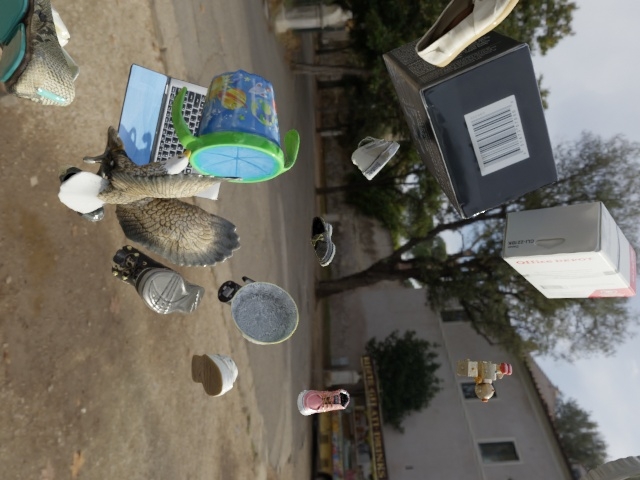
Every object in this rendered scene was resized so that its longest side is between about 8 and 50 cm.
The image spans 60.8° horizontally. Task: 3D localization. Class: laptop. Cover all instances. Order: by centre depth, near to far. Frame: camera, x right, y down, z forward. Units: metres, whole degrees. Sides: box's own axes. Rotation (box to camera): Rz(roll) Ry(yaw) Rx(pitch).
[{"bbox_3d":[-0.462,-0.328,1.784,0.236,0.408,0.381,33,-70,59],"label":"laptop"}]

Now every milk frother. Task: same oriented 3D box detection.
[{"bbox_3d":[-0.269,0.215,1.941,0.135,0.129,0.143,40,18,-49],"label":"milk frother"}]

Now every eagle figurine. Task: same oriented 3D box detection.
[{"bbox_3d":[-0.303,-0.090,1.030,0.225,0.298,0.226,-57,162,6],"label":"eagle figurine"}]

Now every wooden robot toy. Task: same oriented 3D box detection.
[{"bbox_3d":[0.330,0.279,1.077,0.173,0.076,0.078,20,71,-50],"label":"wooden robot toy"}]

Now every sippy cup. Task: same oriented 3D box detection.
[{"bbox_3d":[-0.204,-0.291,1.370,0.305,0.240,0.223,46,42,-68],"label":"sippy cup"}]

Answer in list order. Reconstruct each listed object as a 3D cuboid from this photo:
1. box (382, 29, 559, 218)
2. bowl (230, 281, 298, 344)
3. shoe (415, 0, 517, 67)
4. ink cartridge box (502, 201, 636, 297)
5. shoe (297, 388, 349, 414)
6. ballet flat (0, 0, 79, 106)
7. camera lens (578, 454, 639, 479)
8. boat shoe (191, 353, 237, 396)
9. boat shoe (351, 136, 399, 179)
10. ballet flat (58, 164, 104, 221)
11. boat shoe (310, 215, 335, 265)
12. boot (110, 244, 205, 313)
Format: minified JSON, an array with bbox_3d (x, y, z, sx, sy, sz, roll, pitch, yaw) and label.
[{"bbox_3d":[0.311,-0.285,1.199,0.395,0.212,0.293,-98,163,-62],"label":"box"},{"bbox_3d":[-0.148,0.195,1.359,0.080,0.170,0.170,121,-28,-48],"label":"bowl"},{"bbox_3d":[0.245,-0.372,0.894,0.219,0.058,0.076,-41,-134,41],"label":"shoe"},{"bbox_3d":[0.548,0.031,1.194,0.273,0.197,0.114,31,63,-43],"label":"ink cartridge box"},{"bbox_3d":[0.011,0.434,1.484,0.178,0.081,0.063,23,54,-60],"label":"shoe"},{"bbox_3d":[-0.675,-0.475,1.299,0.182,0.164,0.482,26,29,-52],"label":"ballet flat"},{"bbox_3d":[0.416,0.409,0.603,0.274,0.220,0.219,-98,-177,-73],"label":"camera lens"},{"bbox_3d":[-0.260,0.335,1.407,0.277,0.096,0.098,174,-83,-65],"label":"boat shoe"},{"bbox_3d":[0.139,-0.232,1.452,0.096,0.088,0.267,-48,-179,29],"label":"boat shoe"},{"bbox_3d":[-0.509,-0.106,1.150,0.173,0.057,0.049,47,4,25],"label":"ballet flat"},{"bbox_3d":[0.000,0.000,1.977,0.069,0.081,0.227,44,24,-31],"label":"boat shoe"},{"bbox_3d":[-0.568,0.119,1.788,0.138,0.284,0.377,-62,164,-3],"label":"boot"}]
